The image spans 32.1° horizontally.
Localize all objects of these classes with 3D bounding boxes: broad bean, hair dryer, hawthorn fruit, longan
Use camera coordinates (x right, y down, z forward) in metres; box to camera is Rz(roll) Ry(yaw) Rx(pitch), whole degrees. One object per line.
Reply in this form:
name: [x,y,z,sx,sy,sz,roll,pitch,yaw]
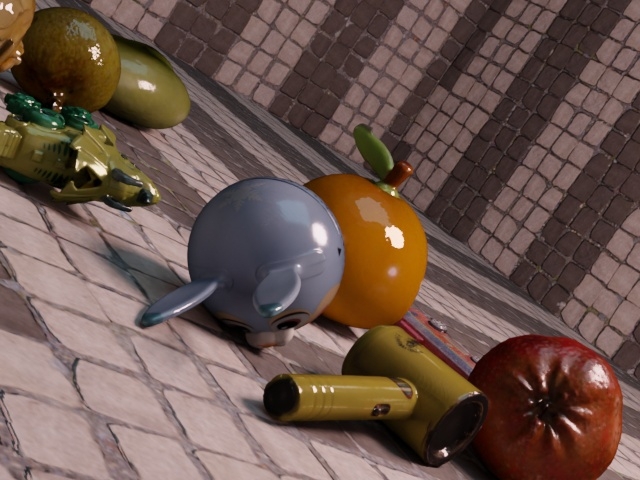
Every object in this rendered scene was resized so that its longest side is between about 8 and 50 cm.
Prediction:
broad bean: [-0.327,-0.277,1.893,0.238,0.119,0.291,34,9,0]
hair dryer: [0.038,0.140,1.049,0.135,0.090,0.278,40,16,33]
hawthorn fruit: [0.242,0.195,1.237,0.179,0.179,0.200,35,-12,9]
longan: [-0.357,-0.242,1.543,0.154,0.145,0.176,15,52,-8]

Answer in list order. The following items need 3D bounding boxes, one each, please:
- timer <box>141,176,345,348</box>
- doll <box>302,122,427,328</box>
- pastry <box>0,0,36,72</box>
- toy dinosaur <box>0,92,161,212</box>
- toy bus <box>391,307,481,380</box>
timer: [-0.060,0.046,1.069,0.175,0.175,0.255,31,36,-15]
doll: [0.048,-0.014,1.405,0.213,0.236,0.213,27,10,-5]
pastry: [-0.427,-0.240,1.054,0.315,0.184,0.284,40,25,31]
toy dinosaur: [-0.291,-0.095,1.122,0.259,0.094,0.153,17,12,-35]
toy bus: [0.155,0.156,1.445,0.077,0.065,0.192,15,19,-46]
